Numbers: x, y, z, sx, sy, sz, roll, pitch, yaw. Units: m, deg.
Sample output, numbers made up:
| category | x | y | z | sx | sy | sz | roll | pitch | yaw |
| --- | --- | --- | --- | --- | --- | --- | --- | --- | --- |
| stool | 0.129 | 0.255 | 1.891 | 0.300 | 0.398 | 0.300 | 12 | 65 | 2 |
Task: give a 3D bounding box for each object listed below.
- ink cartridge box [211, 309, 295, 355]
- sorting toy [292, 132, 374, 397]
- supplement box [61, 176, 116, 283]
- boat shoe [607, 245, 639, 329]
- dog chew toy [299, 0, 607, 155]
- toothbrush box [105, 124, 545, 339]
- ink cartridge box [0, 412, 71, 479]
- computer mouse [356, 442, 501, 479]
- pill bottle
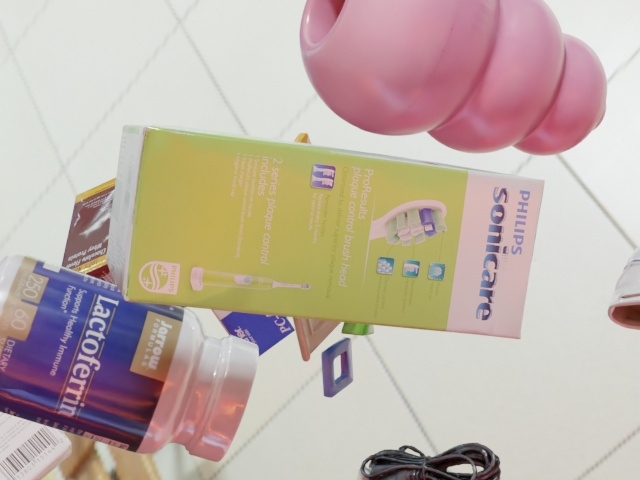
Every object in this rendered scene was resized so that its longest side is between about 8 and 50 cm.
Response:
| category | x | y | z | sx | sy | sz | roll | pitch | yaw |
| --- | --- | --- | --- | --- | --- | --- | --- | --- | --- |
| ink cartridge box | -0.140 | 0.094 | 1.934 | 0.097 | 0.207 | 0.046 | -36 | 16 | -10 |
| sorting toy | -0.004 | 0.024 | 1.429 | 0.047 | 0.196 | 0.347 | 5 | 122 | 29 |
| supplement box | -0.257 | 0.004 | 1.680 | 0.191 | 0.129 | 0.194 | -22 | 40 | 18 |
| boat shoe | 0.513 | 0.099 | 1.454 | 0.367 | 0.136 | 0.156 | 10 | 58 | 51 |
| dog chew toy | 0.149 | -0.181 | 1.157 | 0.206 | 0.332 | 0.206 | -45 | 35 | 45 |
| toothbrush box | -0.009 | -0.012 | 0.865 | 0.206 | 0.283 | 0.122 | -155 | 73 | -76 |
| ink cartridge box | -0.534 | 0.285 | 1.556 | 0.296 | 0.066 | 0.261 | -40 | 83 | -22 |
| computer mouse | 0.129 | 0.366 | 1.274 | 0.188 | 0.072 | 0.272 | -12 | 89 | 41 |
| pill bottle | -0.205 | 0.121 | 1.131 | 0.153 | 0.265 | 0.153 | -161 | 90 | -79 |
